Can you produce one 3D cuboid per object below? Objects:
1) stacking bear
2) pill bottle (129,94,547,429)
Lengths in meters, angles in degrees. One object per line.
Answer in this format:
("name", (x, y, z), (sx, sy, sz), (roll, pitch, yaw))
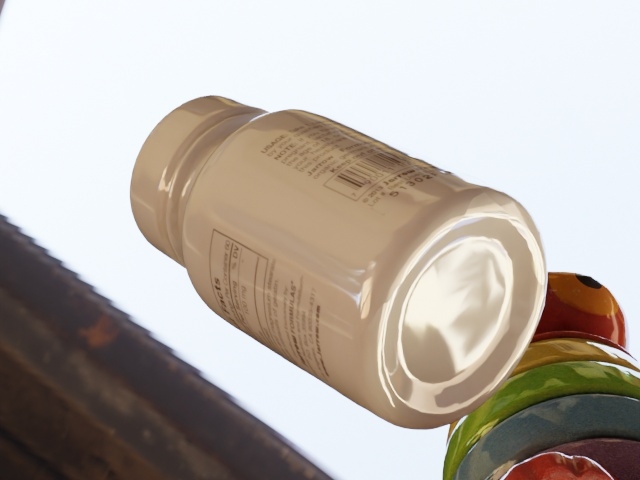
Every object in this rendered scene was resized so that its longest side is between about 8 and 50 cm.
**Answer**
("stacking bear", (0.145, 0.120, 0.952), (0.175, 0.164, 0.289), (15, -151, -12))
("pill bottle", (0.000, 0.000, 0.882), (0.131, 0.131, 0.229), (-15, -151, -36))
